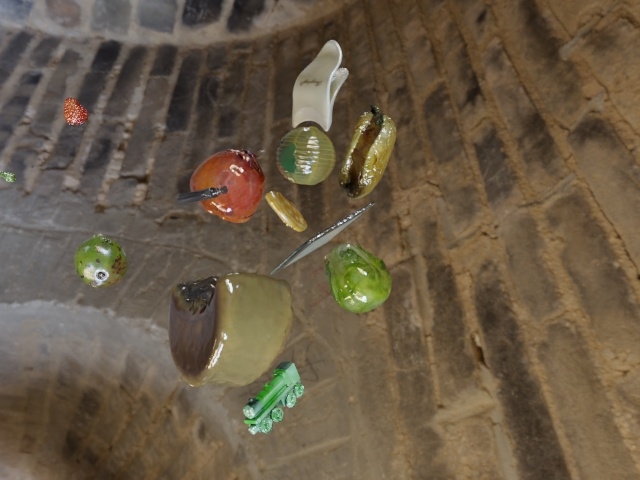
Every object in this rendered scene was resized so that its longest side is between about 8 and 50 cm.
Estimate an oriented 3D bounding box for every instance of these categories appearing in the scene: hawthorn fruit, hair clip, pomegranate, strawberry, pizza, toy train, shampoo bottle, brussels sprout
[{"bbox_3d":[-0.315,-0.227,1.954,0.307,0.276,0.276,-52,-156,6],"label":"hawthorn fruit"},{"bbox_3d":[0.002,-0.509,1.733,0.173,0.113,0.282,19,-104,42],"label":"hair clip"},{"bbox_3d":[-0.845,0.067,2.032,0.202,0.202,0.247,-63,-149,27],"label":"pomegranate"},{"bbox_3d":[-0.729,-0.383,1.569,0.073,0.074,0.083,-121,-152,-62],"label":"strawberry"},{"bbox_3d":[-0.132,-0.103,2.041,0.058,0.246,0.127,-28,-124,17],"label":"pizza"},{"bbox_3d":[-0.146,0.487,1.638,0.085,0.251,0.119,-11,-75,37],"label":"toy train"},{"bbox_3d":[-0.284,-0.110,1.277,0.137,0.048,0.027,-9,-89,26],"label":"shampoo bottle"},{"bbox_3d":[0.124,0.123,1.845,0.271,0.220,0.210,56,-51,26],"label":"brussels sprout"}]

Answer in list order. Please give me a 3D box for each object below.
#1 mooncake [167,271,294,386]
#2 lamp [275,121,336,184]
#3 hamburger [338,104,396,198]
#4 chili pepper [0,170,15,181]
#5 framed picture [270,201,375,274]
[{"bbox_3d":[-0.262,0.206,1.473,0.393,0.246,0.394,-59,-141,22],"label":"mooncake"},{"bbox_3d":[-0.056,-0.366,2.141,0.250,0.250,0.284,-145,-119,-68],"label":"lamp"},{"bbox_3d":[0.149,-0.262,1.667,0.211,0.133,0.308,-59,170,-68],"label":"hamburger"},{"bbox_3d":[-0.953,-0.199,1.572,0.034,0.091,0.030,-70,-177,-63],"label":"chili pepper"},{"bbox_3d":[0.000,0.000,1.639,0.016,0.265,0.347,58,-29,4],"label":"framed picture"}]
